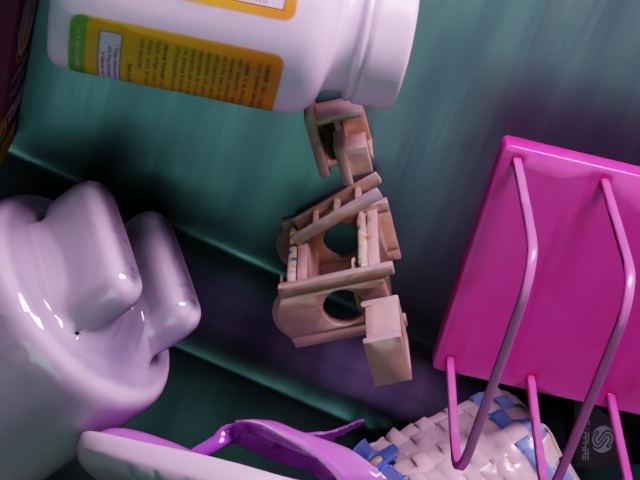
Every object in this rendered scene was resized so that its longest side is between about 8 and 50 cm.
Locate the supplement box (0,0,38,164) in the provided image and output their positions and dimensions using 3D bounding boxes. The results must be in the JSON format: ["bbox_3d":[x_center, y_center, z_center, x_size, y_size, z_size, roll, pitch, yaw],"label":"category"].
[{"bbox_3d":[-0.259,-0.146,0.954,0.081,0.104,0.188,13,119,-7],"label":"supplement box"}]

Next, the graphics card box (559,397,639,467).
[{"bbox_3d":[0.386,0.066,1.074,0.371,0.094,0.232,-5,119,3],"label":"graphics card box"}]

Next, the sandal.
[{"bbox_3d":[0.027,0.189,0.958,0.416,0.102,0.169,14,154,10],"label":"sandal"}]

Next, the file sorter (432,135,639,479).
[{"bbox_3d":[0.248,0.082,0.932,0.291,0.182,0.202,13,119,-4],"label":"file sorter"}]

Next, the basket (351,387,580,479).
[{"bbox_3d":[0.103,0.289,1.119,0.289,0.201,0.254,-34,106,-11],"label":"basket"}]

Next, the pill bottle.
[{"bbox_3d":[-0.060,-0.166,0.923,0.246,0.136,0.136,11,119,-6],"label":"pill bottle"}]

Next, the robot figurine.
[{"bbox_3d":[-0.264,0.101,1.039,0.353,0.199,0.300,-35,142,17],"label":"robot figurine"}]

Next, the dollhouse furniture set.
[{"bbox_3d":[0.000,0.000,0.990,0.101,0.182,0.161,-12,119,7],"label":"dollhouse furniture set"}]
